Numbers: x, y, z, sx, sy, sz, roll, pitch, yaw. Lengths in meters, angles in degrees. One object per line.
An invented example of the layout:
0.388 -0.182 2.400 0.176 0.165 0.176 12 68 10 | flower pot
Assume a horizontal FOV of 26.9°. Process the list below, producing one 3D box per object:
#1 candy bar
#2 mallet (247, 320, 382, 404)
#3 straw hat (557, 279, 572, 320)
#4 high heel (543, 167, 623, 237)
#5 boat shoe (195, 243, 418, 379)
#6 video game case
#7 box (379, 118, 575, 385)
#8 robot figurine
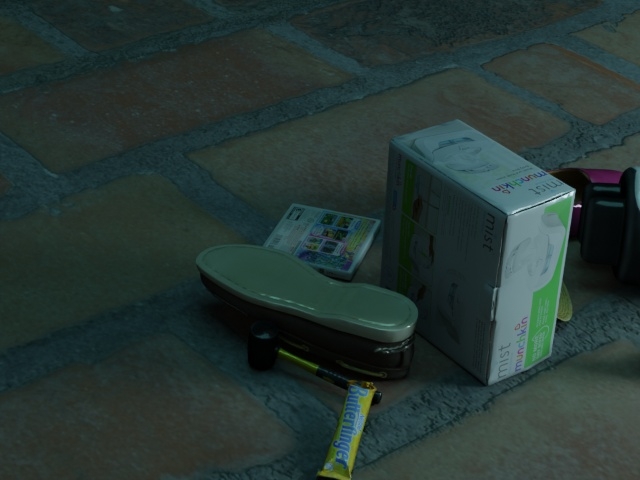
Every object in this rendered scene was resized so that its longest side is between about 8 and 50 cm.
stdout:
0.033 0.228 1.609 0.040 0.018 0.161 6 41 13 | candy bar
-0.011 0.169 1.706 0.190 0.062 0.039 28 45 12 | mallet
0.285 0.061 1.857 0.061 0.144 0.144 -32 22 26 | straw hat
0.324 -0.096 1.999 0.377 0.181 0.127 -16 36 -26 | high heel
-0.024 0.092 1.762 0.324 0.097 0.116 17 37 23 | boat shoe
0.000 0.000 1.982 0.143 0.019 0.157 12 33 14 | video game case
0.195 0.013 1.747 0.127 0.262 0.231 -20 38 -31 | box
0.508 -0.013 1.895 0.278 0.173 0.209 4 62 4 | robot figurine
